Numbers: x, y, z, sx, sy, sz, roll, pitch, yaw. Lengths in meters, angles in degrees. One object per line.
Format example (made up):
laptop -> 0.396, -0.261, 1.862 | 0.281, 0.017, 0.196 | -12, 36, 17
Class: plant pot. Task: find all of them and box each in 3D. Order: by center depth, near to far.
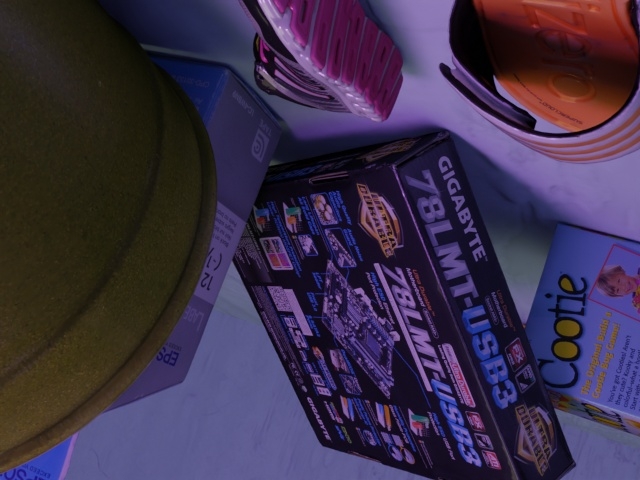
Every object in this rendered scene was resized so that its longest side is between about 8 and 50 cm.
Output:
plant pot -> -0.285, -0.086, 0.473 | 0.366, 0.366, 0.353 | 16, 157, 21

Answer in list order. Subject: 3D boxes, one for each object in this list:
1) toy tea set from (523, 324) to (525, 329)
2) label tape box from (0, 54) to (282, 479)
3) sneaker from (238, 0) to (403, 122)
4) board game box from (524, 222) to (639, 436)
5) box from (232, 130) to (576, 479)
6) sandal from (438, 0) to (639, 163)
toy tea set -> 0.149, 0.168, 1.222 | 0.336, 0.200, 0.124 | 23, 178, 12
label tape box -> -0.213, 0.016, 0.715 | 0.249, 0.347, 0.115 | 15, 169, 27
sneaker -> -0.014, -0.114, 0.482 | 0.075, 0.063, 0.170 | 7, 169, 26
board game box -> 0.318, 0.104, 0.743 | 0.275, 0.144, 0.142 | 17, 169, 18
box -> 0.046, 0.067, 0.760 | 0.293, 0.073, 0.295 | -6, 113, 55
sandal -> 0.095, -0.087, 0.385 | 0.102, 0.076, 0.265 | 14, 168, 29
